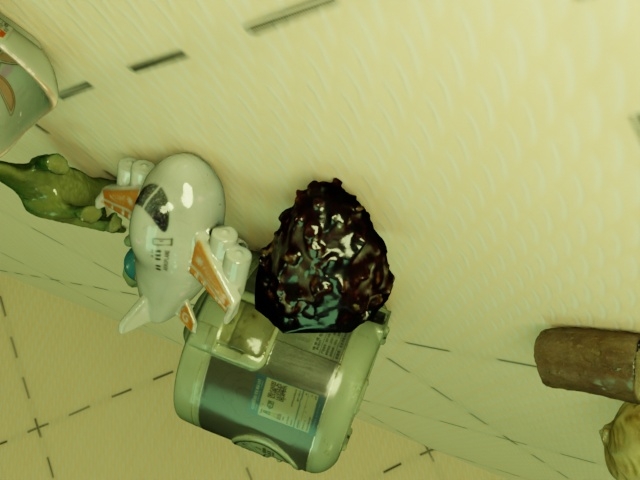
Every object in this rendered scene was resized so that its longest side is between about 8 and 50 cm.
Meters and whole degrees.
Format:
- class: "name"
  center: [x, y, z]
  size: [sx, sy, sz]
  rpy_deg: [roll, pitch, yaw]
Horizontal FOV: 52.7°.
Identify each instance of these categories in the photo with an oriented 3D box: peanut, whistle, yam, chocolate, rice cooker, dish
- class: "peanut"
  center: [0.453, 0.249, 0.790]
  size: [0.153, 0.140, 0.325]
  rpy_deg: [35, 163, 15]
- class: "whistle"
  center: [-0.276, 0.030, 1.036]
  size: [0.236, 0.077, 0.114]
  rpy_deg: [-31, 90, 51]
- class: "yam"
  center: [0.312, 0.139, 0.736]
  size: [0.084, 0.084, 0.127]
  rpy_deg: [36, 155, -34]
- class: "chocolate"
  center: [0.000, 0.000, 0.652]
  size: [0.156, 0.156, 0.133]
  rpy_deg: [16, 144, 19]
- class: "rice cooker"
  center: [-0.061, 0.169, 0.936]
  size: [0.277, 0.288, 0.288]
  rpy_deg: [20, 161, 7]
- class: "dish"
  center: [-0.348, -0.180, 0.580]
  size: [0.151, 0.077, 0.212]
  rpy_deg: [-24, 134, 38]

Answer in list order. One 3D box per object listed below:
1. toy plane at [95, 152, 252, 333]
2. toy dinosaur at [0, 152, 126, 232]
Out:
- class: "toy plane"
  center: [-0.179, 0.008, 0.760]
  size: [0.245, 0.117, 0.244]
  rpy_deg: [19, 121, 36]
- class: "toy dinosaur"
  center: [-0.383, -0.070, 0.917]
  size: [0.301, 0.087, 0.447]
  rpy_deg: [10, 170, 40]
